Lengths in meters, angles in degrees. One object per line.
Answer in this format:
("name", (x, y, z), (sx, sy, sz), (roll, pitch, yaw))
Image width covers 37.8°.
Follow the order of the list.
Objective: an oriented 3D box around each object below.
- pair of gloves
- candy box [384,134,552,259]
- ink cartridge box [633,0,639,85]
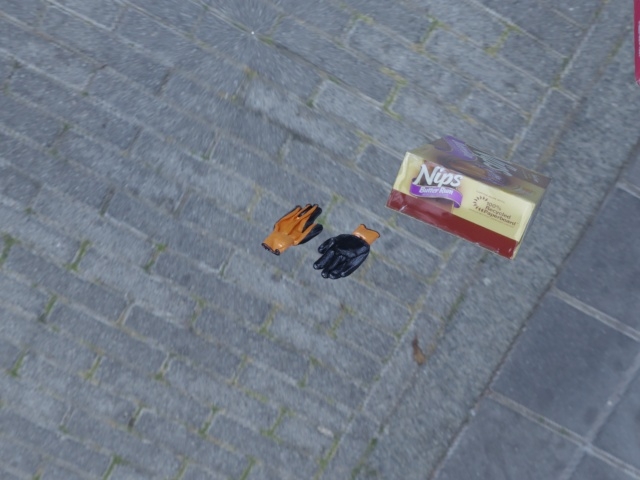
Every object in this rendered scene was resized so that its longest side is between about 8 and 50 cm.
("pair of gloves", (0.000, 0.000, 0.780), (0.083, 0.074, 0.010), (27, 136, 19))
("candy box", (0.133, -0.042, 0.795), (0.109, 0.186, 0.053), (24, 108, 13))
("ink cartridge box", (0.455, -0.286, 0.899), (0.131, 0.306, 0.226), (24, 59, -21))
